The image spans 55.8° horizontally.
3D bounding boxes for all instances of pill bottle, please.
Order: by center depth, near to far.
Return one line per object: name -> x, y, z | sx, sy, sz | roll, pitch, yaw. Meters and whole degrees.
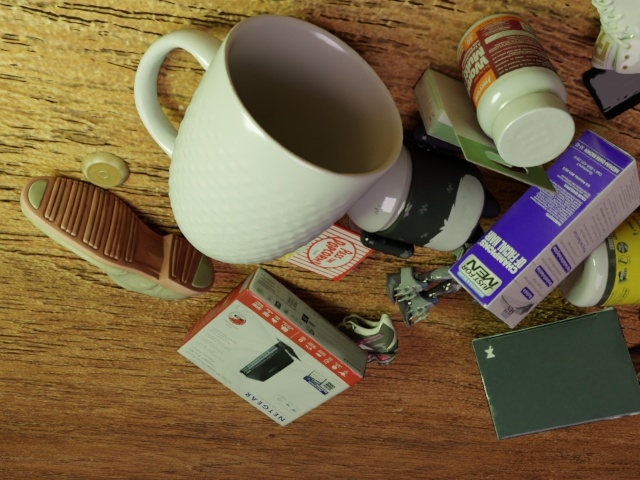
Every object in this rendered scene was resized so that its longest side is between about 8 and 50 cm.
pill bottle -> 0.275, -0.216, 0.861 | 0.121, 0.221, 0.121 | -3, 139, -2
pill bottle -> 0.664, 0.032, 1.215 | 0.333, 0.188, 0.188 | -3, 139, -3

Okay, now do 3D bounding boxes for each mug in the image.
mug -> -0.118, -0.147, 0.903 | 0.374, 0.276, 0.328 | 42, 135, -4

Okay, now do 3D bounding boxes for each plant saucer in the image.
plant saucer -> -0.382, -0.120, 1.067 | 0.083, 0.015, 0.083 | -3, 140, -2

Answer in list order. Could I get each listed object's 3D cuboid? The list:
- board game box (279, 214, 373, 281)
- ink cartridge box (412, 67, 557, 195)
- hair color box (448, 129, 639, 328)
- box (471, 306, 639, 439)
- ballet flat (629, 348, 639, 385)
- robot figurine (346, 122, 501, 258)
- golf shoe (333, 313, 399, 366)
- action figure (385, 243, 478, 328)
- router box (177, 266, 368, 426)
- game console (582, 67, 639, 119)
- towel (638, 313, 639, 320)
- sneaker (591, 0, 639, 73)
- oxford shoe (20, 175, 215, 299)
board game box -> 0.000, 0.000, 1.221 | 0.193, 0.045, 0.147 | 22, 133, -28
ink cartridge box -> 0.243, -0.155, 0.918 | 0.171, 0.235, 0.056 | 16, 134, -22
hair color box -> 0.405, -0.010, 1.081 | 0.339, 0.110, 0.185 | -48, 144, 7
box -> 0.518, 0.300, 1.380 | 0.293, 0.212, 0.395 | -15, 165, 13
ballet flat -> 0.968, 0.316, 1.622 | 0.342, 0.124, 0.116 | -31, 133, 27
robot figurine -> 0.170, -0.080, 1.054 | 0.278, 0.209, 0.173 | 13, 171, -21
golf shoe -> 0.054, 0.237, 1.483 | 0.272, 0.105, 0.120 | -4, 109, 10
action figure -> 0.291, 0.082, 1.308 | 0.284, 0.099, 0.185 | -26, 130, 18
router box -> -0.112, 0.259, 1.402 | 0.335, 0.082, 0.301 | 39, 126, -14
game console -> 0.507, -0.264, 0.989 | 0.122, 0.071, 0.107 | -32, 103, 27
towel -> 0.906, 0.111, 1.451 | 0.198, 0.031, 0.275 | -2, 138, 0
sneaker -> 0.413, -0.316, 0.839 | 0.292, 0.108, 0.169 | 9, 131, -17
oxford shoe -> -0.394, 0.023, 1.144 | 0.146, 0.141, 0.397 | -26, 133, 33
